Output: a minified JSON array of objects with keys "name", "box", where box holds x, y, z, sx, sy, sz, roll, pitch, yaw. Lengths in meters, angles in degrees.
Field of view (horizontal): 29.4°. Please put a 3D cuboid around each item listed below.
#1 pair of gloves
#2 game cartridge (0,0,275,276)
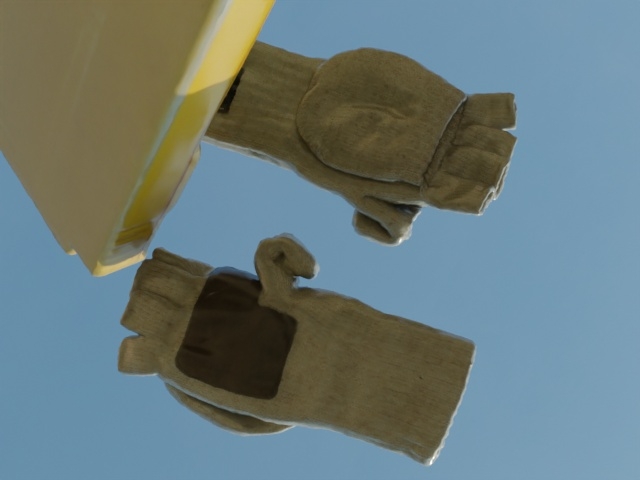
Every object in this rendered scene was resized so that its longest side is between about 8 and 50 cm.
[{"name":"pair of gloves","box":[0.000,0.000,0.708,0.204,0.042,0.240,10,-108,13]},{"name":"game cartridge","box":[-0.140,-0.167,0.647,0.053,0.323,0.285,-24,-107,-33]}]
